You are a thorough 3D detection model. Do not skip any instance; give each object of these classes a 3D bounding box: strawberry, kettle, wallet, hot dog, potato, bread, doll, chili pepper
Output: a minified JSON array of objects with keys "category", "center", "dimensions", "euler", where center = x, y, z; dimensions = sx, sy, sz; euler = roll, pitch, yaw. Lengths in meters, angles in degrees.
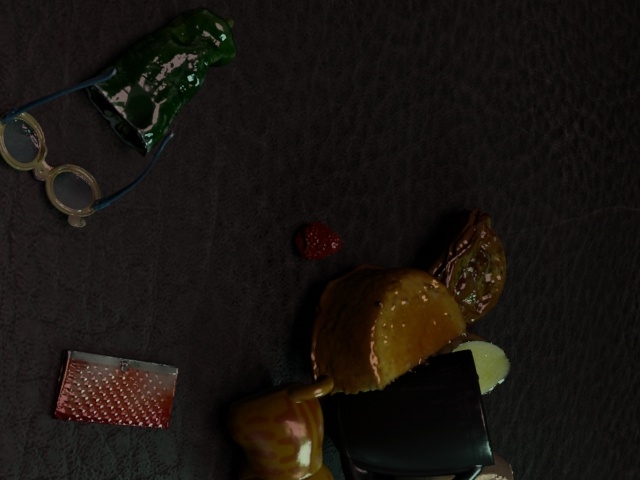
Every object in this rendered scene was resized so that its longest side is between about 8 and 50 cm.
[{"category":"strawberry","center":[0.000,0.000,1.544],"dimensions":[0.073,0.083,0.073],"euler":[7,81,-49]},{"category":"kettle","center":[0.161,0.355,1.557],"dimensions":[0.207,0.290,0.268],"euler":[57,22,-69]},{"category":"wallet","center":[-0.309,0.230,1.312],"dimensions":[0.196,0.020,0.103],"euler":[17,79,-40]},{"category":"hot dog","center":[0.301,0.055,1.786],"dimensions":[0.272,0.122,0.196],"euler":[-51,126,-27]},{"category":"potato","center":[0.306,0.248,1.809],"dimensions":[0.164,0.081,0.200],"euler":[-46,132,14]},{"category":"bread","center":[0.109,0.138,1.565],"dimensions":[0.340,0.194,0.179],"euler":[-23,104,-43]},{"category":"doll","center":[-0.059,0.364,1.446],"dimensions":[0.167,0.162,0.269],"euler":[-16,105,-39]},{"category":"chili pepper","center":[-0.226,-0.269,1.331],"dimensions":[0.136,0.099,0.270],"euler":[44,67,-5]}]

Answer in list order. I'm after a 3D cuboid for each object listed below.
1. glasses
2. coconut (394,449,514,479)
[{"category":"glasses","center":[-0.318,-0.145,1.197],"dimensions":[0.189,0.221,0.088],"euler":[49,22,-29]},{"category":"coconut","center":[0.268,0.495,1.683],"dimensions":[0.245,0.245,0.247],"euler":[2,96,-42]}]
